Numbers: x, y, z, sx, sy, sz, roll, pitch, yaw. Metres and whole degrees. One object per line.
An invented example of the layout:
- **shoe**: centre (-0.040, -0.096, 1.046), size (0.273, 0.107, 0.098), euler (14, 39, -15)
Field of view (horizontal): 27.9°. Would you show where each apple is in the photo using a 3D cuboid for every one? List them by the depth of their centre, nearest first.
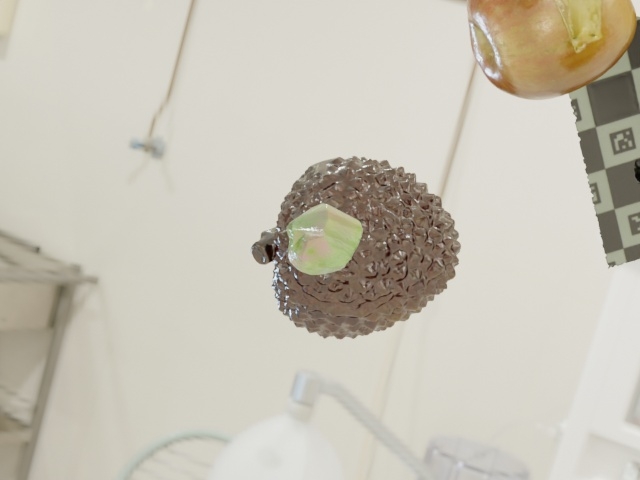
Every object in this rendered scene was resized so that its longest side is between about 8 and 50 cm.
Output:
- **apple**: centre (0.268, -0.253, 1.490), size (0.199, 0.199, 0.199), euler (15, 8, -2)

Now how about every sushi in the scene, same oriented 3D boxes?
- **sushi**: centre (0.518, -0.172, 1.741), size (0.359, 0.343, 0.064), euler (-18, 24, 4)

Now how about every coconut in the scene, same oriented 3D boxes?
- **coconut**: centre (0.000, 0.000, 1.442), size (0.081, 0.082, 0.083), euler (21, 17, -20)

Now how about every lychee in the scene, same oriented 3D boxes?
- **lychee**: centre (0.056, 0.012, 2.023), size (0.330, 0.306, 0.306), euler (4, 9, -4)
